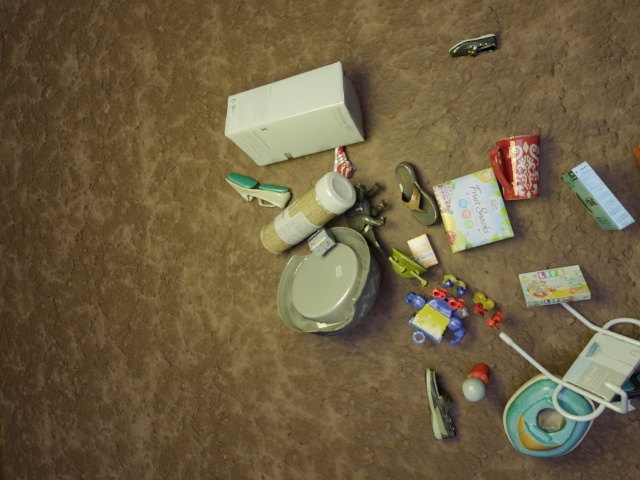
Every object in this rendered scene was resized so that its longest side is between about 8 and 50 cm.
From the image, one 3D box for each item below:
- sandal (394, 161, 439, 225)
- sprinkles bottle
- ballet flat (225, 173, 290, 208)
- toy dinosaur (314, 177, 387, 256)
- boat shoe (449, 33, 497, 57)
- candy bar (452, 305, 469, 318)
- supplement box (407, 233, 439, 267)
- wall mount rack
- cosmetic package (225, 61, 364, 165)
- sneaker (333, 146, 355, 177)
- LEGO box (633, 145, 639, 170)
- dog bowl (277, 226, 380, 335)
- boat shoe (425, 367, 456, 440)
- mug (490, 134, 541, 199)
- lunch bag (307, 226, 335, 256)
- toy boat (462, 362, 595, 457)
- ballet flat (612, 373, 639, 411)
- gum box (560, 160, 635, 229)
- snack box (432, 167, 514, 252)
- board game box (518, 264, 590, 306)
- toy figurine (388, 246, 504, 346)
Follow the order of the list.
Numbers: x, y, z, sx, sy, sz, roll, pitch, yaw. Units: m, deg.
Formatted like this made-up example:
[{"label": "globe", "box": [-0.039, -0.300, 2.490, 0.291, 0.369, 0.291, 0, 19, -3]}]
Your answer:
[{"label": "sandal", "box": [0.280, -0.140, 1.305, 0.090, 0.060, 0.219, -34, 77, 50]}, {"label": "sprinkles bottle", "box": [-0.049, -0.075, 1.345, 0.355, 0.121, 0.121, -34, 79, 41]}, {"label": "ballet flat", "box": [-0.222, -0.166, 1.499, 0.249, 0.086, 0.086, 17, 97, 18]}, {"label": "toy dinosaur", "box": [0.127, -0.090, 1.364, 0.160, 0.121, 0.313, -32, 90, 47]}, {"label": "boat shoe", "box": [0.447, -0.562, 1.259, 0.133, 0.049, 0.041, -10, 80, 15]}, {"label": "candy bar", "box": [0.378, 0.242, 1.318, 0.162, 0.018, 0.040, -26, 81, 18]}, {"label": "supplement box", "box": [0.317, 0.035, 1.326, 0.062, 0.036, 0.098, -25, 83, 19]}, {"label": "wall mount rack", "box": [0.666, 0.268, 1.103, 0.350, 0.130, 0.304, -40, 31, -19]}, {"label": "cosmetic package", "box": [-0.075, -0.383, 1.350, 0.386, 0.217, 0.156, -9, 68, 22]}, {"label": "sneaker", "box": [0.081, -0.261, 1.401, 0.067, 0.042, 0.118, 9, 102, 23]}, {"label": "LEGO box", "box": [1.031, -0.051, 0.983, 0.373, 0.193, 0.499, -16, 86, 19]}, {"label": "dog bowl", "box": [0.029, 0.131, 1.311, 0.349, 0.102, 0.348, -25, 46, 29]}, {"label": "boat shoe", "box": [0.364, 0.492, 1.301, 0.074, 0.080, 0.223, -9, 93, 14]}, {"label": "mug", "box": [0.538, -0.198, 1.201, 0.151, 0.113, 0.169, -5, 94, 1]}, {"label": "lunch bag", "box": [0.000, 0.000, 1.322, 0.071, 0.083, 0.053, -41, 115, 13]}, {"label": "toy boat", "box": [0.548, 0.461, 1.179, 0.319, 0.148, 0.267, 28, 116, 22]}, {"label": "ballet flat", "box": [0.823, 0.395, 1.125, 0.281, 0.095, 0.096, -11, 99, 20]}, {"label": "gum box", "box": [0.712, -0.112, 1.117, 0.041, 0.157, 0.184, -36, 80, 18]}, {"label": "snack box", "box": [0.445, -0.087, 1.259, 0.175, 0.070, 0.206, -17, 87, 20]}, {"label": "board game box", "box": [0.639, 0.125, 1.182, 0.154, 0.103, 0.026, -12, 128, 19]}, {"label": "toy figurine", "box": [0.305, 0.205, 1.240, 0.363, 0.191, 0.217, 32, 112, 11]}]
